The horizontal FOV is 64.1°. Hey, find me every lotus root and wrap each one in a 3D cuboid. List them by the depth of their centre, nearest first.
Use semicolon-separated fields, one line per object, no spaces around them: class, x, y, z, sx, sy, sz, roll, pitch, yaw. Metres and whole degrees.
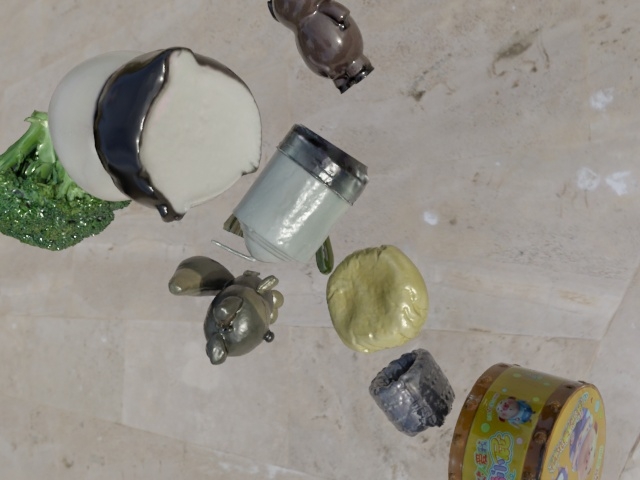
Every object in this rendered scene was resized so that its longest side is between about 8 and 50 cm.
lotus root;-0.294;-0.078;2.042;0.143;0.070;0.144;32;109;1

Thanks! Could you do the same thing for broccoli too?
broccoli;-0.464;-0.103;0.898;0.261;0.269;0.242;14;99;57

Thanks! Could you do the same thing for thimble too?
thimble;0.260;0.423;1.425;0.205;0.236;0.172;-37;86;4

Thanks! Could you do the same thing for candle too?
candle;-0.060;-0.078;1.155;0.221;0.221;0.343;38;96;30

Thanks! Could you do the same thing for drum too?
drum;0.502;0.519;1.226;0.214;0.431;0.432;7;90;46

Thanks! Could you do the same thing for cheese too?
cheese;0.118;0.118;1.076;0.213;0.117;0.226;-25;65;32

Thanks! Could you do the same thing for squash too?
squash;0.000;0.000;1.321;0.052;0.052;0.184;-10;96;32

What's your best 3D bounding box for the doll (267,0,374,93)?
doll;0.000;-0.410;0.975;0.257;0.117;0.182;56;151;-12

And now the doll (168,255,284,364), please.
doll;-0.312;0.214;1.573;0.378;0.382;0.253;11;102;11

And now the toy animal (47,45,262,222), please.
toy animal;-0.198;-0.130;0.585;0.235;0.187;0.165;13;128;39
